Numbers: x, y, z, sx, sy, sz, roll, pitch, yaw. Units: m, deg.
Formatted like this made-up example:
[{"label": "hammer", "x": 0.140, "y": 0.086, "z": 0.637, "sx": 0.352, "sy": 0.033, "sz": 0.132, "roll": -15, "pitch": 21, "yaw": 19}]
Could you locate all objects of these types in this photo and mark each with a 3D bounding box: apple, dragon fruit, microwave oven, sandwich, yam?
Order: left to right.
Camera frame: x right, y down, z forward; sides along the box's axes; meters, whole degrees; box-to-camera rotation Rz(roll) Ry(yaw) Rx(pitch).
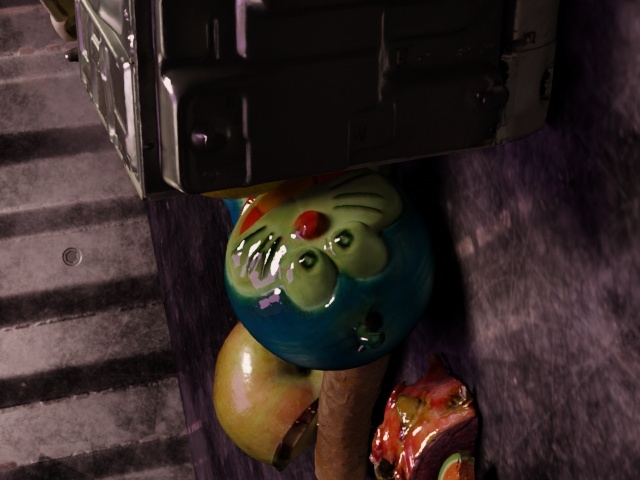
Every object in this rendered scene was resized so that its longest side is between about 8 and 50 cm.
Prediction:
[{"label": "apple", "x": -0.049, "y": 0.183, "z": 1.584, "sx": 0.188, "sy": 0.174, "sz": 0.207, "roll": 122, "pitch": 153, "yaw": -64}, {"label": "microwave oven", "x": -0.004, "y": -0.258, "z": 0.843, "sx": 0.247, "sy": 0.333, "sz": 0.394, "roll": -129, "pitch": 33, "yaw": -53}, {"label": "yam", "x": 0.036, "y": 0.168, "z": 1.416, "sx": 0.357, "sy": 0.081, "sz": 0.081, "roll": 95, "pitch": 160, "yaw": -45}, {"label": "dragon fruit", "x": 0.088, "y": 0.193, "z": 1.194, "sx": 0.102, "sy": 0.096, "sz": 0.147, "roll": -123, "pitch": 30, "yaw": -66}, {"label": "sandwich", "x": 0.124, "y": 0.241, "z": 1.131, "sx": 0.069, "sy": 0.026, "sz": 0.101, "roll": 133, "pitch": 137, "yaw": -67}]

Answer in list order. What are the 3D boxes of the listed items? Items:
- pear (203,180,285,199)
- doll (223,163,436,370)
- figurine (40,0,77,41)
[{"label": "pear", "x": -0.081, "y": -0.134, "z": 1.116, "sx": 0.198, "sy": 0.198, "sz": 0.198, "roll": 171, "pitch": 90, "yaw": -75}, {"label": "doll", "x": -0.001, "y": 0.000, "z": 1.217, "sx": 0.186, "sy": 0.198, "sz": 0.322, "roll": 60, "pitch": -175, "yaw": -38}, {"label": "figurine", "x": -0.168, "y": -0.284, "z": 1.041, "sx": 0.143, "sy": 0.308, "sz": 0.308, "roll": 63, "pitch": 161, "yaw": 14}]
